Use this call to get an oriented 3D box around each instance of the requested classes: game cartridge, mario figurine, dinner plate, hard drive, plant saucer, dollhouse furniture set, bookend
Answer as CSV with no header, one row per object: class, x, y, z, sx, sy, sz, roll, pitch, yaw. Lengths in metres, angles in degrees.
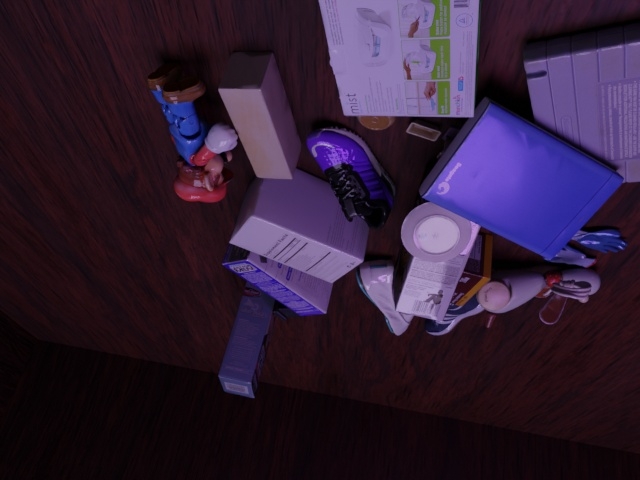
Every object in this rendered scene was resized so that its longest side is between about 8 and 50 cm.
game cartridge,0.503,-0.223,1.014,0.230,0.068,0.355,-7,146,24
mario figurine,-0.250,-0.222,1.226,0.170,0.198,0.320,-6,137,1
dinner plate,0.234,-0.013,1.157,0.141,0.017,0.141,3,118,6
hard drive,0.377,-0.106,1.079,0.319,0.040,0.210,23,119,-17
plant saucer,0.111,-0.250,1.163,0.083,0.015,0.083,10,151,6
dollhouse furniture set,0.223,-0.184,1.165,0.114,0.081,0.091,17,151,-7
bookend,-0.056,0.171,1.825,0.156,0.157,0.072,-5,147,29

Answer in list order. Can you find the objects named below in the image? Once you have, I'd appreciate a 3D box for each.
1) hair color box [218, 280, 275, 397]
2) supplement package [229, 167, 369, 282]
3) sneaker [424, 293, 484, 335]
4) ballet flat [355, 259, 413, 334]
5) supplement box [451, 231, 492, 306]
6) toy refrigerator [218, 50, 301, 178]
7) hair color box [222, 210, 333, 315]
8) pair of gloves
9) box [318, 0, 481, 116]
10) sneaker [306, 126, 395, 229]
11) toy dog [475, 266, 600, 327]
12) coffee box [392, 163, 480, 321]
hair color box,-0.228,0.313,1.916,0.114,0.374,0.185,11,151,3
supplement package,-0.046,-0.044,1.419,0.293,0.177,0.175,23,150,-17
sneaker,0.372,0.202,1.766,0.153,0.099,0.282,19,144,-21
ballet flat,0.234,0.182,1.781,0.139,0.139,0.400,-3,147,25
supplement box,0.323,0.061,1.508,0.194,0.129,0.191,15,151,-3
toy refrigerator,-0.119,-0.247,1.170,0.094,0.102,0.269,5,151,14
hair color box,-0.103,0.061,1.619,0.110,0.185,0.339,-10,143,37
pair of gloves,0.644,0.014,1.411,0.159,0.023,0.198,16,152,-9
box,0.134,-0.325,0.906,0.231,0.126,0.262,4,150,16
sneaker,0.072,-0.124,1.264,0.102,0.146,0.293,-13,142,38
toy dog,0.556,0.158,1.525,0.334,0.220,0.161,4,108,29
coffee box,0.255,0.005,1.269,0.119,0.168,0.297,12,118,-2
